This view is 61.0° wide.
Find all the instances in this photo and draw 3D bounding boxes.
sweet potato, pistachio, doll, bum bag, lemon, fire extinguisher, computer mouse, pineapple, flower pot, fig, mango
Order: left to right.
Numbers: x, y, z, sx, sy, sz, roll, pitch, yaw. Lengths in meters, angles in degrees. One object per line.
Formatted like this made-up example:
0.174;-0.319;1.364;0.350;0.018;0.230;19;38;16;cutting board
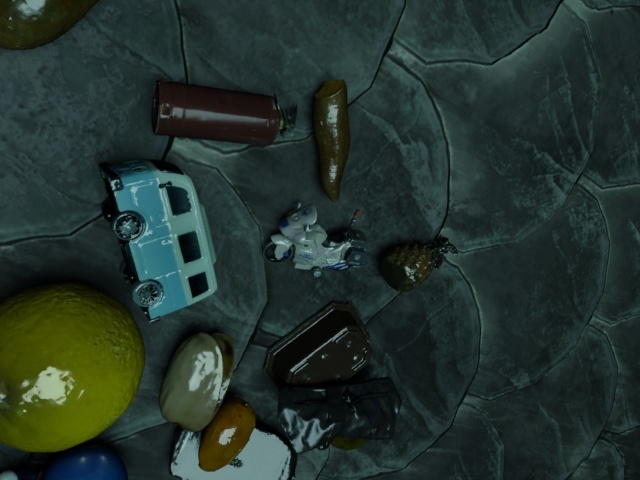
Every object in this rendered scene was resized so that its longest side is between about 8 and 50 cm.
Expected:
-0.497;0.479;1.016;0.257;0.161;0.215;-11;140;-9;doll
-0.428;0.202;0.887;0.293;0.293;0.293;-8;110;-22;lemon
-0.353;-0.441;0.799;0.130;0.130;0.422;37;82;-30;sweet potato
-0.243;0.279;1.082;0.206;0.131;0.129;-65;160;7;pistachio
-0.191;0.401;1.104;0.159;0.084;0.105;-68;163;-8;mango
-0.159;-0.227;0.974;0.269;0.105;0.104;1;107;-25;fire extinguisher
-0.187;0.475;1.198;0.295;0.087;0.168;28;81;-13;computer mouse
0.010;0.267;1.219;0.251;0.084;0.178;-35;118;-10;flower pot
0.019;-0.197;1.079;0.077;0.077;0.243;-11;120;-21;sweet potato
0.049;0.373;1.171;0.310;0.074;0.137;1;75;-25;bum bag
0.094;0.434;1.292;0.185;0.127;0.132;19;84;-24;fig
0.232;0.041;1.246;0.198;0.108;0.108;-26;116;-29;pineapple

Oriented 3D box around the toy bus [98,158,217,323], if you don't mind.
-0.282;-0.014;0.964;0.165;0.133;0.271;-19;116;-24;toy bus

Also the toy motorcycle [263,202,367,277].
0.000;0.000;1.123;0.221;0.102;0.150;8;124;-24;toy motorcycle
